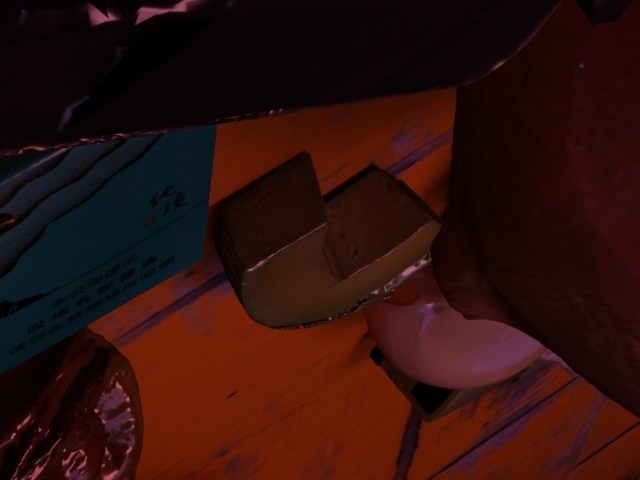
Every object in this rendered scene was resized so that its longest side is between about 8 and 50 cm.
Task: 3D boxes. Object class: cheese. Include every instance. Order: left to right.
[{"bbox_3d":[0.138,0.071,1.507,0.163,0.071,0.249,-38,135,0],"label":"cheese"}]

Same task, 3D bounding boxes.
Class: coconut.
[{"bbox_3d":[0.231,-0.060,1.051,0.404,0.404,0.404,-33,161,-13],"label":"coconut"}]

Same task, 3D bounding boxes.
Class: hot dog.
[{"bbox_3d":[-0.215,0.165,1.169,0.272,0.122,0.196,-39,161,12],"label":"hot dog"}]

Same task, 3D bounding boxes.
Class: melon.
[{"bbox_3d":[0.000,0.000,1.256,0.118,0.064,0.209,-41,159,14],"label":"melon"}]

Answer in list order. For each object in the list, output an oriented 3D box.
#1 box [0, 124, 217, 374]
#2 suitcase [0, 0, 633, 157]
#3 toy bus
[{"bbox_3d":[-0.131,-0.014,1.010,0.161,0.042,0.226,-31,161,-20],"label":"box"},{"bbox_3d":[-0.013,-0.167,0.616,0.434,0.194,0.283,-12,149,-52],"label":"suitcase"},{"bbox_3d":[0.138,0.078,1.628,0.175,0.101,0.088,-23,157,-41],"label":"toy bus"}]
